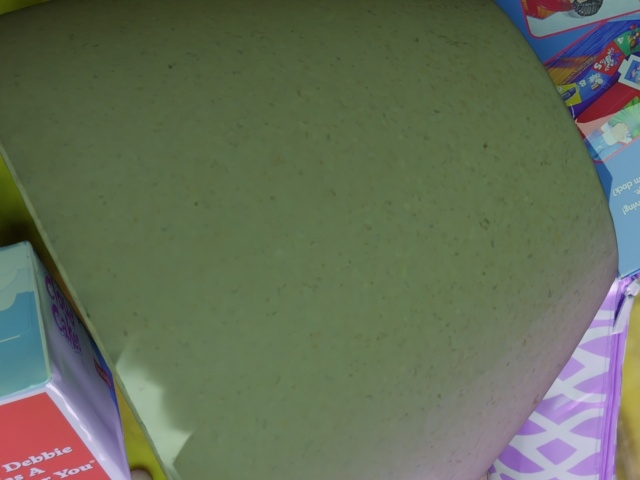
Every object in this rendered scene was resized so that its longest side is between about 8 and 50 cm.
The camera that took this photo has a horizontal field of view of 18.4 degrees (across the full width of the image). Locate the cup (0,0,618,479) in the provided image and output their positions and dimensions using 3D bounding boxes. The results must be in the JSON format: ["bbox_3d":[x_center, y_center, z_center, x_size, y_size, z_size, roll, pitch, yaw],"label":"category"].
[{"bbox_3d":[0.000,0.000,0.949,0.237,0.331,0.331,-27,115,-6],"label":"cup"}]

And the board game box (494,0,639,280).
[{"bbox_3d":[0.249,-0.161,0.968,0.347,0.078,0.233,-26,93,7],"label":"board game box"}]

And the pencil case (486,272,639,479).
[{"bbox_3d":[0.139,0.081,1.109,0.088,0.086,0.206,18,122,32],"label":"pencil case"}]

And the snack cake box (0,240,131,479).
[{"bbox_3d":[-0.249,0.104,1.047,0.264,0.089,0.152,-16,148,3],"label":"snack cake box"}]

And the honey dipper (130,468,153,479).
[{"bbox_3d":[-0.176,0.155,1.147,0.160,0.030,0.030,-11,116,-2],"label":"honey dipper"}]
